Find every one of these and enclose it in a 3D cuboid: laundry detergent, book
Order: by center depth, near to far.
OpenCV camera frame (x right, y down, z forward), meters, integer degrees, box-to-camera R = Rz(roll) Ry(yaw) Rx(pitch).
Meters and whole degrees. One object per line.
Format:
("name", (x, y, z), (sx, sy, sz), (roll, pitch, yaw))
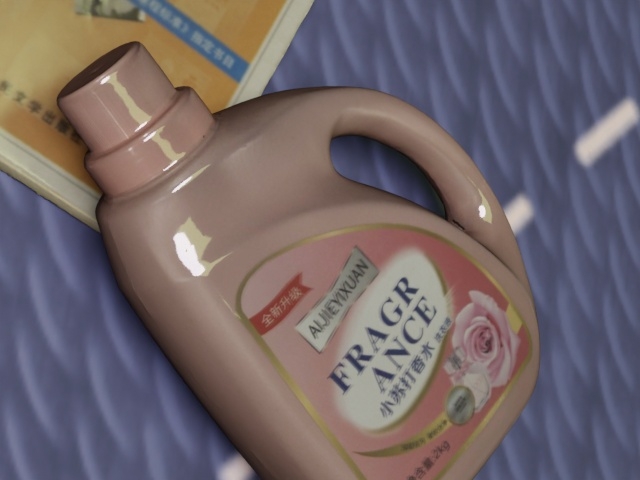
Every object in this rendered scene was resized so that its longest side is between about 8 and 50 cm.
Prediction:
("laundry detergent", (0.000, 0.000, 0.606), (0.171, 0.076, 0.237), (-46, 113, -29))
("book", (-0.078, -0.133, 0.611), (0.170, 0.018, 0.242), (35, 71, -24))
